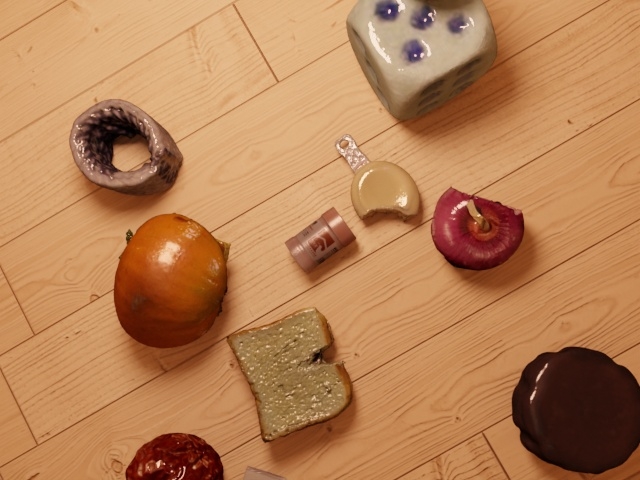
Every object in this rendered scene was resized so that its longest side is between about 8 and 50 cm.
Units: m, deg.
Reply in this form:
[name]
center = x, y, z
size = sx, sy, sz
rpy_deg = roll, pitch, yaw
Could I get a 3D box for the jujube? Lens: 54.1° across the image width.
[jujube]
center = -0.332, 0.546, 1.440
size = 0.212, 0.232, 0.213
rpy_deg = -1, 81, 7

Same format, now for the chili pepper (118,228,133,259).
[chili pepper]
center = -0.492, 0.012, 1.601
size = 0.027, 0.022, 0.083
rpy_deg = 17, 91, 5

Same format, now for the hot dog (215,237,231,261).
[hot dog]
center = -0.319, 0.066, 1.547
size = 0.261, 0.093, 0.123
rpy_deg = -21, 93, 18

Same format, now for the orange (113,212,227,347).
[orange]
center = -0.356, 0.100, 1.468
size = 0.274, 0.274, 0.310
rpy_deg = 26, 82, 7

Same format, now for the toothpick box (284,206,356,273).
[toothpick box]
center = 0.000, 0.000, 1.519
size = 0.148, 0.098, 0.098
rpy_deg = -36, 83, 3

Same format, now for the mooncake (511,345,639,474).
[mooncake]
center = 0.575, 0.379, 1.417
size = 0.282, 0.141, 0.283
rpy_deg = 1, 83, -4

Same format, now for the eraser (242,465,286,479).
[eraser]
center = -0.153, 0.637, 1.520
size = 0.103, 0.023, 0.151
rpy_deg = 16, 87, 6

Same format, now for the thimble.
[thimble]
center = -0.476, -0.223, 1.552
size = 0.245, 0.157, 0.217
rpy_deg = 22, 90, 7

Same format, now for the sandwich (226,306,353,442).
[sandwich]
center = -0.064, 0.314, 1.503
size = 0.248, 0.095, 0.274
rpy_deg = -21, 83, 0

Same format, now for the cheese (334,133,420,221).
[cheese]
center = 0.142, -0.158, 1.533
size = 0.163, 0.071, 0.249
rpy_deg = -17, 83, 4

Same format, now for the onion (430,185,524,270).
[onion]
center = 0.358, -0.019, 1.459
size = 0.207, 0.200, 0.201
rpy_deg = 8, 86, -26

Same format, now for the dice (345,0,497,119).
[dice]
center = 0.230, -0.457, 1.450
size = 0.264, 0.268, 0.263
rpy_deg = -29, 85, 1
